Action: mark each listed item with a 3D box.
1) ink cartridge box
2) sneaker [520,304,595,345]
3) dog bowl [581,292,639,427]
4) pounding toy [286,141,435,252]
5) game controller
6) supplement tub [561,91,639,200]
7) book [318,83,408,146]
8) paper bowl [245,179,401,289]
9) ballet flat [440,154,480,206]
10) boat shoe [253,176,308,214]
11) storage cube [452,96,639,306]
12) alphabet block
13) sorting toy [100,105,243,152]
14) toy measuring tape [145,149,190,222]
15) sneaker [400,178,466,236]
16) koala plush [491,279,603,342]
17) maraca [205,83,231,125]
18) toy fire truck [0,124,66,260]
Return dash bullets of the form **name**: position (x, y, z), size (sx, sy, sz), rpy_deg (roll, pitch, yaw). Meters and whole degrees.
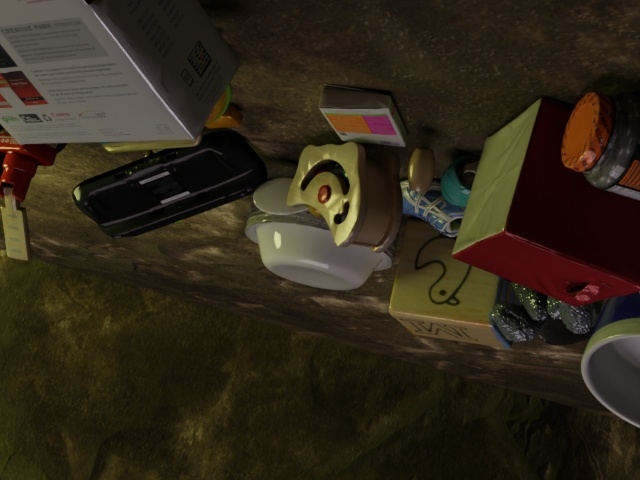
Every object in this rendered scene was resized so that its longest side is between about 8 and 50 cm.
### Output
- **ink cartridge box**: position (-0.296, -0.246, 1.126), size (0.310, 0.130, 0.272), rpy_deg (3, 144, 35)
- **sneaker**: position (0.489, 0.149, 2.085), size (0.286, 0.109, 0.130), rpy_deg (18, 159, -27)
- **dog bowl**: position (0.523, 0.180, 1.439), size (0.265, 0.104, 0.265), rpy_deg (21, 147, 15)
- **pounding toy**: position (0.079, -0.059, 1.487), size (0.155, 0.154, 0.270), rpy_deg (9, 178, -32)
- **game controller**: position (-0.254, -0.092, 1.675), size (0.319, 0.067, 0.166), rpy_deg (-19, 140, 14)
- **supplement tub**: position (0.386, -0.102, 1.147), size (0.191, 0.117, 0.117), rpy_deg (16, 166, -9)
- **book**: position (0.062, -0.167, 1.371), size (0.096, 0.035, 0.144), rpy_deg (8, 167, 16)
- **paper bowl**: position (0.000, 0.000, 1.855), size (0.284, 0.148, 0.284), rpy_deg (13, 165, 3)
- **ballet flat**: position (0.297, -0.074, 1.431), size (0.247, 0.083, 0.087), rpy_deg (9, 152, 8)
- **boat shoe**: position (-0.019, -0.081, 1.672), size (0.184, 0.066, 0.063), rpy_deg (-15, 171, 4)
- **storage cube**: position (0.308, -0.042, 1.275), size (0.193, 0.214, 0.184), rpy_deg (22, 166, -9)
- **alphabet block**: position (0.261, 0.083, 1.850), size (0.197, 0.192, 0.193), rpy_deg (6, 163, 23)
- **sorting toy**: position (-0.286, -0.197, 1.501), size (0.307, 0.041, 0.229), rpy_deg (-1, 156, 32)
- **toy measuring tape**: position (-0.290, -0.108, 1.762), size (0.121, 0.121, 0.330), rpy_deg (8, 165, 20)
- **sneaker**: position (0.190, -0.052, 1.601), size (0.211, 0.081, 0.080), rpy_deg (2, 164, 43)
- **koala plush**: position (0.347, 0.024, 1.644), size (0.221, 0.203, 0.196), rpy_deg (42, 146, -20)
- **maraca**: position (-0.179, -0.215, 1.282), size (0.127, 0.099, 0.185), rpy_deg (3, 141, -1)
- **toy fire truck**: position (-0.567, -0.107, 1.746), size (0.217, 0.246, 0.158), rpy_deg (5, 163, 30)
